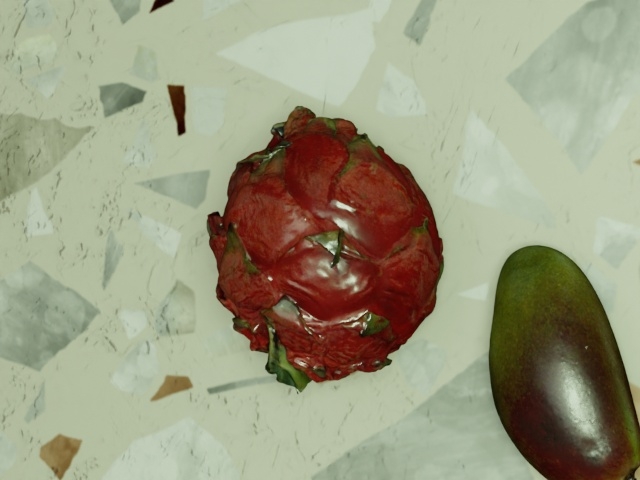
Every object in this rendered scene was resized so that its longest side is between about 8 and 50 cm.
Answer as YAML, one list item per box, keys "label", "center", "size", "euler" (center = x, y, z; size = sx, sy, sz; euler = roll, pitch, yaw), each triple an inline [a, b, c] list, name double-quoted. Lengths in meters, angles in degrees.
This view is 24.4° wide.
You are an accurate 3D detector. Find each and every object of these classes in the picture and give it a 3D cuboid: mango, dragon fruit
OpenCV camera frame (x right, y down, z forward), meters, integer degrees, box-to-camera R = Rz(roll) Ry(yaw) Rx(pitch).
- label: "mango"
  center: [0.229, 0.129, 1.445]
  size: [0.133, 0.111, 0.267]
  euler: [-29, 67, 36]
- label: "dragon fruit"
  center: [0.000, 0.000, 1.513]
  size: [0.244, 0.244, 0.299]
  euler: [-24, 65, 25]
